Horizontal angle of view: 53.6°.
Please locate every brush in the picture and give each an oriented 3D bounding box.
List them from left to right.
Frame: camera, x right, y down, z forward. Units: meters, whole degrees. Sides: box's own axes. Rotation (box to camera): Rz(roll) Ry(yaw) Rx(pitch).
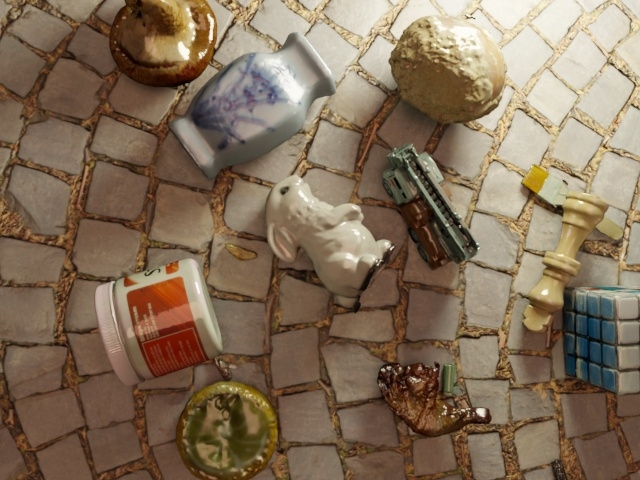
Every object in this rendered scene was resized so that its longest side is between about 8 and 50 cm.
[{"bbox_3d":[0.715,-0.098,1.786,0.336,0.020,0.085,33,84,-6],"label":"brush"}]

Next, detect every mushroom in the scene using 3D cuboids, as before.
[{"bbox_3d":[-0.390,-0.505,1.570,0.267,0.254,0.267,0,114,0],"label":"mushroom"}]

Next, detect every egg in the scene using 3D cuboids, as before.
[{"bbox_3d":[0.332,-0.435,1.629,0.310,0.279,0.279,33,84,1],"label":"egg"}]

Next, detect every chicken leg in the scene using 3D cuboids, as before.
[{"bbox_3d":[0.290,0.424,1.672,0.322,0.083,0.177,42,90,-3],"label":"chicken leg"}]

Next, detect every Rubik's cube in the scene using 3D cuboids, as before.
[{"bbox_3d":[0.817,0.251,1.668,0.253,0.256,0.259,-3,89,-8],"label":"Rubik's cube"}]

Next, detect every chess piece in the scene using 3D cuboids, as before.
[{"bbox_3d":[0.651,0.067,1.722,0.117,0.117,0.397,22,92,-6],"label":"chess piece"}]

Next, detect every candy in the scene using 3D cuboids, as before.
[{"bbox_3d":[-0.234,0.481,1.591,0.259,0.118,0.260,0,87,-2],"label":"candy"}]

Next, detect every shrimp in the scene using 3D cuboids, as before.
[{"bbox_3d":[-0.256,0.321,1.627,0.029,0.038,0.092,-37,93,-9],"label":"shrimp"}]

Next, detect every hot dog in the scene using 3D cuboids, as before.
[{"bbox_3d":[-0.209,0.033,1.649,0.090,0.030,0.034,20,94,-7],"label":"hot dog"}]

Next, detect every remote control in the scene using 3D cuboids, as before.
[{"bbox_3d":[0.663,0.650,1.753,0.034,0.016,0.091,-16,90,8],"label":"remote control"}]

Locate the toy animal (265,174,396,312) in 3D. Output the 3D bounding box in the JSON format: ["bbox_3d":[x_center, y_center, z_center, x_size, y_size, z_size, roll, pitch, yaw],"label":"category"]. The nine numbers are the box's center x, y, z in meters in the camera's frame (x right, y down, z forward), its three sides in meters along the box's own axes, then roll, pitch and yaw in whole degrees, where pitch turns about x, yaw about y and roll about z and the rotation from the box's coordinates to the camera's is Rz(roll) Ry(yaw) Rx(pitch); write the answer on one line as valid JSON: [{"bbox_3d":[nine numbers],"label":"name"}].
[{"bbox_3d":[0.000,0.000,1.620,0.357,0.194,0.258,33,108,10],"label":"toy animal"}]

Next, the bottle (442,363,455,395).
[{"bbox_3d":[0.346,0.377,1.712,0.030,0.030,0.083,4,88,-8],"label":"bottle"}]

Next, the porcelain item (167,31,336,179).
[{"bbox_3d":[-0.172,-0.338,1.594,0.405,0.178,0.243,-37,93,-8],"label":"porcelain item"}]

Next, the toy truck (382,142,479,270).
[{"bbox_3d":[0.283,-0.098,1.644,0.132,0.184,0.338,-29,92,-9],"label":"toy truck"}]

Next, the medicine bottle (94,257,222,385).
[{"bbox_3d":[-0.377,0.191,1.508,0.240,0.252,0.253,-18,90,-9],"label":"medicine bottle"}]
